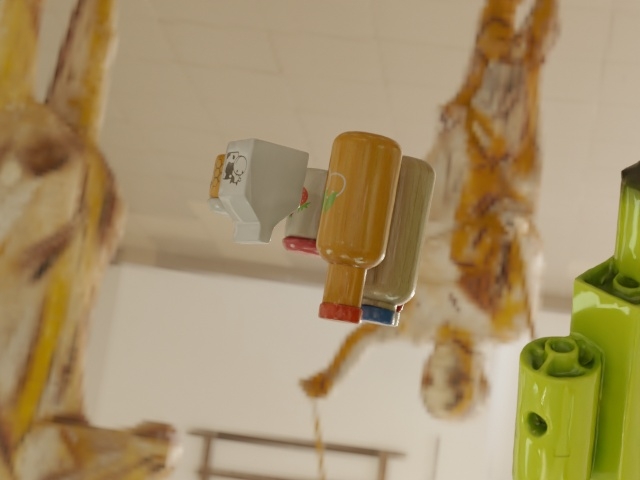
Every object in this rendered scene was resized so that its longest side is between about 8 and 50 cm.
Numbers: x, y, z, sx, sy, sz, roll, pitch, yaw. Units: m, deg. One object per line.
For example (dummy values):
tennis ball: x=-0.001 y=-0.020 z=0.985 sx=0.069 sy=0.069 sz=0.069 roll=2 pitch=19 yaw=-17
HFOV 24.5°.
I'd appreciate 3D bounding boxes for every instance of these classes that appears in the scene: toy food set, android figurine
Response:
toy food set: x=0.000 y=0.000 z=0.912 sx=0.111 sy=0.104 sz=0.232 roll=14 pitch=174 yaw=-28
android figurine: x=0.199 y=0.068 z=0.821 sx=0.248 sy=0.273 sz=0.056 roll=-28 pitch=-139 yaw=-35
